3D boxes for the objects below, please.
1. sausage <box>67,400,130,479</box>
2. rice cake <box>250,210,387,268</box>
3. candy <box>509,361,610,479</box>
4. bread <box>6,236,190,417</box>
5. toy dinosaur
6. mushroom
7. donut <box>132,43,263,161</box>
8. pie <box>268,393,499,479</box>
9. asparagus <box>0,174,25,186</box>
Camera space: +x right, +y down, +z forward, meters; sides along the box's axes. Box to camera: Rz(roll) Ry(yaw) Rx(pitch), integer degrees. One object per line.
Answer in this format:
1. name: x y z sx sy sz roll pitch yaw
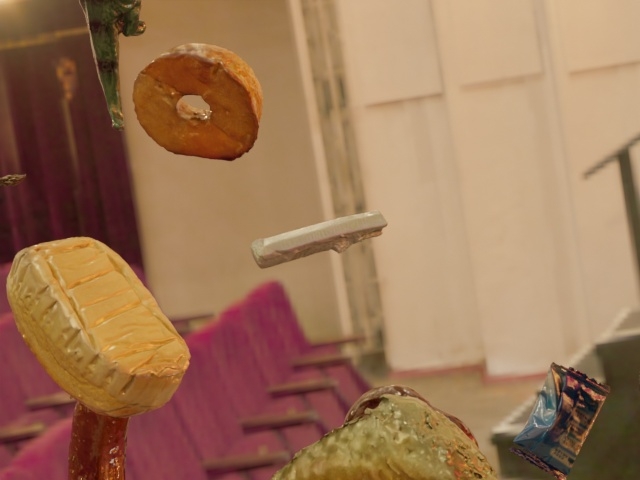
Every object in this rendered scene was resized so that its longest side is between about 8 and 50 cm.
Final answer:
1. sausage: -0.285 0.283 1.843 0.076 0.302 0.103 -4 15 -43
2. rice cake: 0.000 0.000 1.800 0.180 0.042 0.030 -15 -37 -17
3. candy: 0.299 0.222 1.746 0.088 0.136 0.038 30 -13 -9
4. bread: -0.254 0.101 1.578 0.140 0.106 0.236 -10 48 -43
5. toy dinosaur: -0.211 -0.272 1.474 0.079 0.292 0.120 14 33 17
6. mushroom: 0.079 0.262 1.852 0.227 0.148 0.217 18 -2 41
7. donut: -0.164 -0.197 1.960 0.190 0.174 0.074 -8 34 29
8. pie: 0.060 0.366 1.292 0.395 0.418 0.180 -26 -5 32
9. asparagus: -0.396 -0.070 1.614 0.114 0.015 0.014 2 47 -2
